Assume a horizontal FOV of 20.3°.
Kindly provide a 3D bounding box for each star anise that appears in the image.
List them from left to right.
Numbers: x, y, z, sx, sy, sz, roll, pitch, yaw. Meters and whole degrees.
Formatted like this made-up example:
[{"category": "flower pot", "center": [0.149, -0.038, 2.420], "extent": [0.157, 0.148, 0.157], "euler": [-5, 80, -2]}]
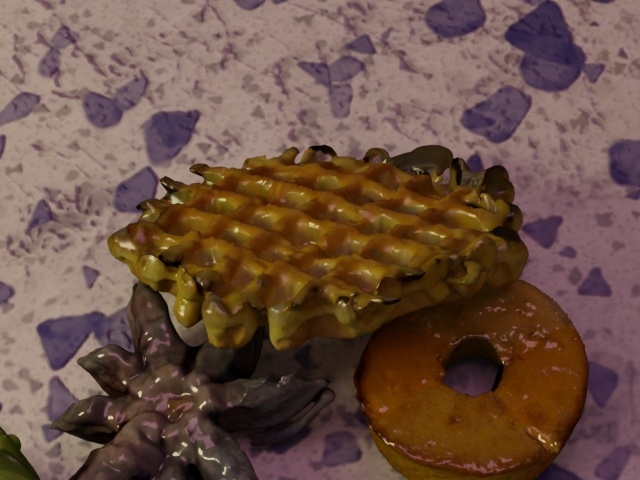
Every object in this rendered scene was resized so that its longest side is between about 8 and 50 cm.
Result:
[{"category": "star anise", "center": [-0.103, 0.135, 1.320], "extent": [0.236, 0.093, 0.229], "euler": [-37, 62, -25]}]

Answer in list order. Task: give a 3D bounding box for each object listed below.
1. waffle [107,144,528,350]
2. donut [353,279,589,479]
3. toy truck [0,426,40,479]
[{"category": "waffle", "center": [0.011, -0.002, 1.368], "extent": [0.329, 0.062, 0.329], "euler": [-1, 23, 1]}, {"category": "donut", "center": [0.113, 0.114, 1.350], "extent": [0.174, 0.074, 0.190], "euler": [4, 50, 4]}, {"category": "toy truck", "center": [-0.266, 0.201, 1.241], "extent": [0.187, 0.148, 0.210], "euler": [-21, 39, 12]}]
